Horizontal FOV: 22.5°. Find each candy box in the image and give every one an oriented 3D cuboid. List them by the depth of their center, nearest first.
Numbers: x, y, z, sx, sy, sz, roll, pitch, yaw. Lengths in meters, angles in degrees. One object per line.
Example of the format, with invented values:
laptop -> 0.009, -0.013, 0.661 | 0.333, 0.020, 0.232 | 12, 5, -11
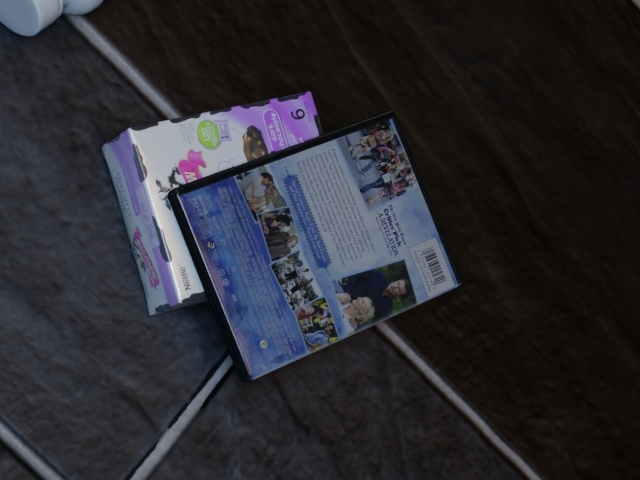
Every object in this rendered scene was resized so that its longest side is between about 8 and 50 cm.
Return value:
candy box -> -0.082, -0.035, 1.472 | 0.196, 0.070, 0.165 | -15, 86, -32

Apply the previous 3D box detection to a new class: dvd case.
dvd case -> 0.000, 0.000, 1.456 | 0.253, 0.022, 0.180 | -22, 90, -32

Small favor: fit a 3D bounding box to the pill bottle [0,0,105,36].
pill bottle -> -0.214, -0.267, 1.431 | 0.186, 0.112, 0.112 | -44, 100, -30
